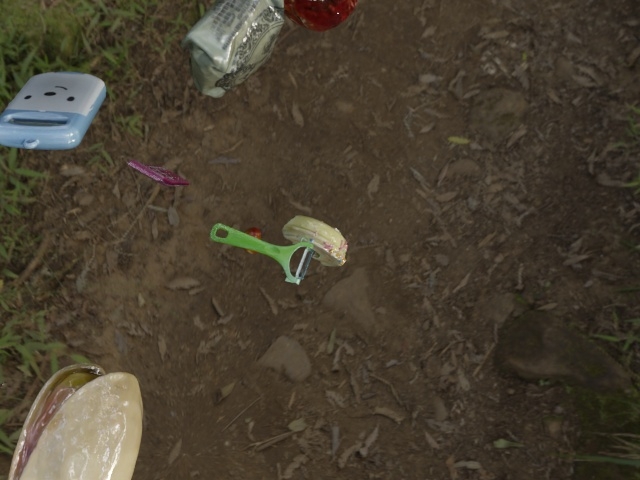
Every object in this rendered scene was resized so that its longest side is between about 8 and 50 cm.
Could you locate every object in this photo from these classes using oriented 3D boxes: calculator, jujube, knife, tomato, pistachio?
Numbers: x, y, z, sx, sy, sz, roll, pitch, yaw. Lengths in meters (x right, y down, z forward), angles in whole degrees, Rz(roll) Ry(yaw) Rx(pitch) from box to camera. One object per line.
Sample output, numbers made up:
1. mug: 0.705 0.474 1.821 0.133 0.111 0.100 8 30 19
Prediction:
1. calculator: -0.495 -0.201 1.849 0.126 0.190 0.034 28 98 14
2. jujube: -0.061 -0.686 1.546 0.342 0.216 0.216 21 62 -44
3. knife: -0.096 0.007 0.947 0.166 0.022 0.078 20 72 4
4. calculator: -0.396 -0.193 0.889 0.121 0.039 0.210 2 40 -2
5. tomato: -0.225 0.002 1.951 0.075 0.087 0.087 -9 72 3
6. pistachio: -0.390 0.347 0.945 0.187 0.187 0.299 12 82 -9

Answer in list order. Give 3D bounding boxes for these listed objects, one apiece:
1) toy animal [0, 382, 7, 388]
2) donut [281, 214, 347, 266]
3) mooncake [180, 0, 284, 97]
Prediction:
1. toy animal: -0.857 0.317 1.459 0.186 0.094 0.214 33 105 21
2. donut: 0.005 0.002 1.316 0.166 0.108 0.065 40 67 -41
3. mooncake: -0.181 -0.441 1.313 0.136 0.250 0.254 38 83 -6
